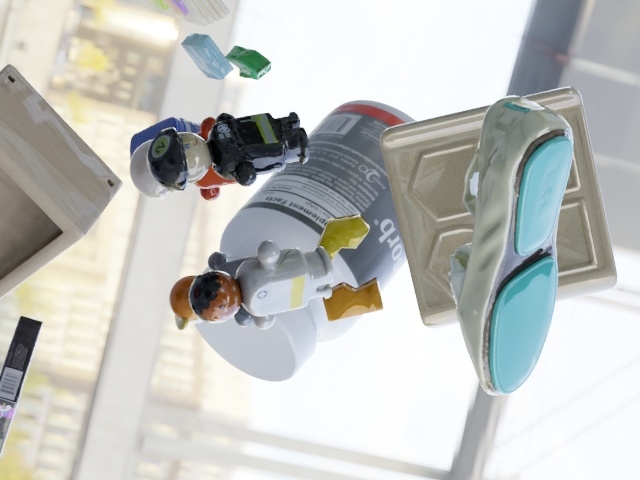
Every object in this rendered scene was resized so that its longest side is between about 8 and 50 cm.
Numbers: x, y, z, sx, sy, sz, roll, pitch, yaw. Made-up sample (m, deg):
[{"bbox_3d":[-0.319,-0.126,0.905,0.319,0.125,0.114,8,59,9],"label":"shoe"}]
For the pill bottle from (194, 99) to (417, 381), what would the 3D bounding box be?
[{"bbox_3d":[0.000,0.000,2.106,0.363,0.210,0.210,-49,175,-33],"label":"pill bottle"}]

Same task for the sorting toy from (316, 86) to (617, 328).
[{"bbox_3d":[0.140,-0.023,1.707,0.041,0.307,0.229,-87,163,-73],"label":"sorting toy"}]

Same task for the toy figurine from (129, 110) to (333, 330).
[{"bbox_3d":[-0.092,-0.016,1.563,0.213,0.148,0.209,180,-101,-74],"label":"toy figurine"}]

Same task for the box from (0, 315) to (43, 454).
[{"bbox_3d":[-0.332,0.172,1.708,0.116,0.029,0.162,-82,-168,-47],"label":"box"}]

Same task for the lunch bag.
[{"bbox_3d":[-0.172,-0.097,1.829,0.098,0.065,0.067,-22,-114,39],"label":"lunch bag"}]

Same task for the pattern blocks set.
[{"bbox_3d":[-0.168,-0.269,1.484,0.026,0.325,0.285,-44,-166,-12],"label":"pattern blocks set"}]

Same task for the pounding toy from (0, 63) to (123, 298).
[{"bbox_3d":[-0.290,-0.057,1.247,0.181,0.206,0.094,-34,-164,32],"label":"pounding toy"}]

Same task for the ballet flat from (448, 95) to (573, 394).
[{"bbox_3d":[0.137,0.002,1.227,0.086,0.086,0.248,-95,-171,-56],"label":"ballet flat"}]
